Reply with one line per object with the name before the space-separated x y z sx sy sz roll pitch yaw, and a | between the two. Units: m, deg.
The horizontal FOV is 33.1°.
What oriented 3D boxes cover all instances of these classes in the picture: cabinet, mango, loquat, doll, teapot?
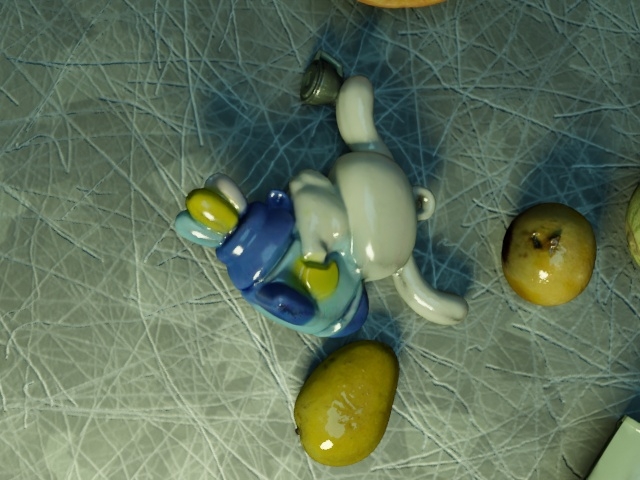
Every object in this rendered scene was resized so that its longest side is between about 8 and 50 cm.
cabinet | 0.442 0.381 1.539 0.150 0.145 0.206 33 85 16
mango | 0.043 0.231 1.549 0.137 0.098 0.195 38 78 -1
loquat | 0.331 0.020 1.560 0.137 0.163 0.163 -8 89 14
doll | -0.002 0.003 1.522 0.365 0.187 0.376 -25 79 -17
teapot | 0.007 -0.236 1.580 0.057 0.066 0.088 18 63 -24

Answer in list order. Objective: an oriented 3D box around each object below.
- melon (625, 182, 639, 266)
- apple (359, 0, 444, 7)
melon | 0.602 -0.037 1.539 0.329 0.248 0.248 -9 89 2
apple | 0.108 -0.482 1.488 0.299 0.299 0.275 -1 60 -6
